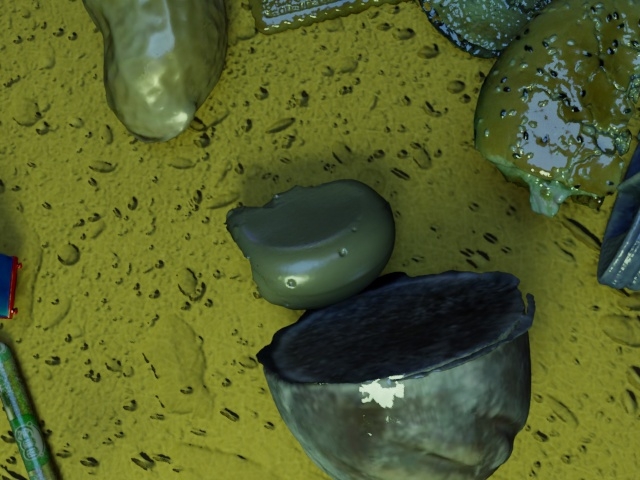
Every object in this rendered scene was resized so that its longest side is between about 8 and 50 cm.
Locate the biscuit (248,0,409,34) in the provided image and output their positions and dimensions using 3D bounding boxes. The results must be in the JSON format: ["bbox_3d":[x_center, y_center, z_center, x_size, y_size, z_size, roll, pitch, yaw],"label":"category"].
[{"bbox_3d":[0.020,-0.379,1.129,0.255,0.029,0.172,-15,80,0],"label":"biscuit"}]

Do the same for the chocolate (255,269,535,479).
[{"bbox_3d":[0.103,0.177,0.932,0.303,0.303,0.212,-13,104,1],"label":"chocolate"}]

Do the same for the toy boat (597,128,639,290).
[{"bbox_3d":[0.404,-0.068,1.011,0.078,0.127,0.282,24,81,0],"label":"toy boat"}]

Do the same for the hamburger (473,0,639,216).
[{"bbox_3d":[0.283,-0.167,1.011,0.193,0.167,0.287,14,82,3],"label":"hamburger"}]

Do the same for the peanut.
[{"bbox_3d":[-0.205,-0.297,1.064,0.174,0.158,0.339,-16,84,-21],"label":"peanut"}]

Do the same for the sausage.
[{"bbox_3d":[-0.359,0.241,1.049,0.033,0.033,0.269,-23,81,-1],"label":"sausage"}]

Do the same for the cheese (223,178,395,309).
[{"bbox_3d":[0.000,0.000,1.018,0.203,0.091,0.175,-21,42,-17],"label":"cheese"}]

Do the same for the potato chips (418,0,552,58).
[{"bbox_3d":[0.229,-0.345,1.105,0.202,0.029,0.220,44,86,1],"label":"potato chips"}]

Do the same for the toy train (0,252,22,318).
[{"bbox_3d":[-0.476,0.050,1.035,0.204,0.131,0.082,1,82,3],"label":"toy train"}]
